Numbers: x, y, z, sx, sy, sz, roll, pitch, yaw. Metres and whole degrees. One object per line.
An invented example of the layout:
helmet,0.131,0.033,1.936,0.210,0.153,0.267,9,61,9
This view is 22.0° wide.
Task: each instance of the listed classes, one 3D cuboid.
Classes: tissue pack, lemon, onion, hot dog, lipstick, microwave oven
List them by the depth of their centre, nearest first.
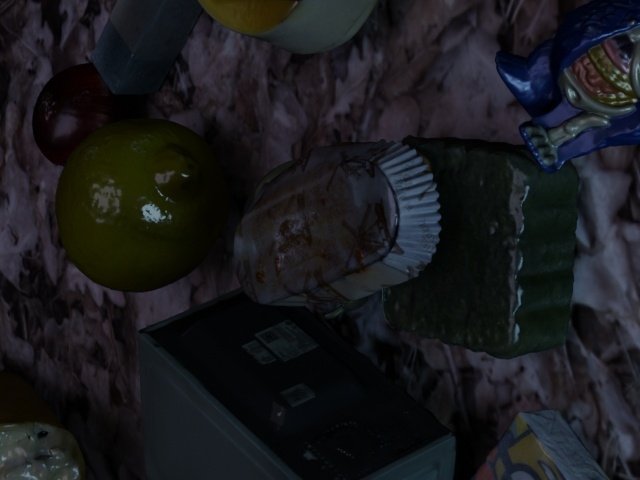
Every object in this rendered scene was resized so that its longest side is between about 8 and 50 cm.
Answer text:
tissue pack,0.189,0.235,1.466,0.109,0.060,0.148,55,132,30
hot dog,0.013,-0.015,1.509,0.268,0.075,0.144,-16,80,53
microwave oven,-0.021,0.208,1.591,0.295,0.181,0.237,38,139,39
lemon,-0.197,-0.035,1.784,0.248,0.184,0.184,-47,60,51
lipstick,-0.155,-0.296,1.793,0.068,0.066,0.317,56,131,29
onion,-0.274,-0.143,1.906,0.131,0.131,0.131,7,100,48

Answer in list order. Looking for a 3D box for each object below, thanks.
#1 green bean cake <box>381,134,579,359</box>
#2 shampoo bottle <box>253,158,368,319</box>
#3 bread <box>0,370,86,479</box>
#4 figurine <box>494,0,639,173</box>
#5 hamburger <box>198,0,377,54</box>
green bean cake,0.140,0.001,1.470,0.185,0.094,0.183,10,102,48
shampoo bottle,0.000,0.000,1.640,0.079,0.079,0.162,-53,57,38
bread,-0.448,0.351,2.030,0.394,0.250,0.361,-152,63,-65
figurine,0.267,-0.153,1.305,0.262,0.120,0.164,-19,68,35
hamburger,-0.016,-0.328,1.575,0.227,0.151,0.295,28,111,37
